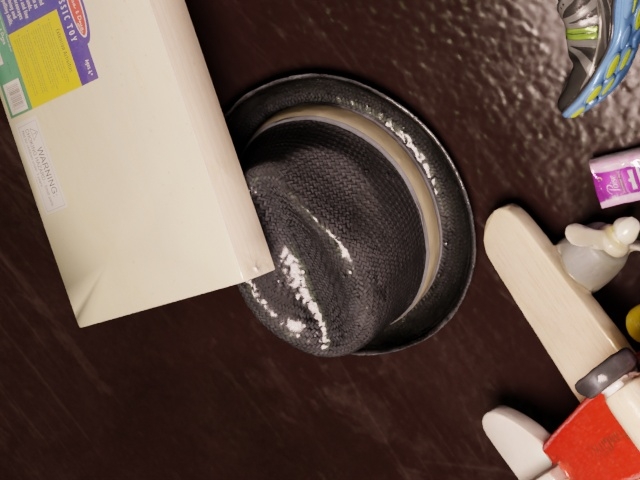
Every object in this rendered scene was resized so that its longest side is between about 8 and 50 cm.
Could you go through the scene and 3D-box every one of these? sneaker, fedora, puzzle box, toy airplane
[{"bbox_3d":[0.259,-0.205,1.225,0.078,0.067,0.188,30,127,30],"label":"sneaker"},{"bbox_3d":[0.000,0.000,1.368,0.334,0.152,0.334,9,118,16],"label":"fedora"},{"bbox_3d":[-0.217,-0.129,1.348,0.272,0.052,0.408,-16,94,42],"label":"puzzle box"},{"bbox_3d":[0.334,0.166,1.289,0.384,0.272,0.386,27,143,52],"label":"toy airplane"}]

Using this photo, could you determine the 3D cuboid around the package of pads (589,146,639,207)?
[{"bbox_3d":[0.312,-0.066,1.285,0.083,0.032,0.050,-13,108,26],"label":"package of pads"}]
